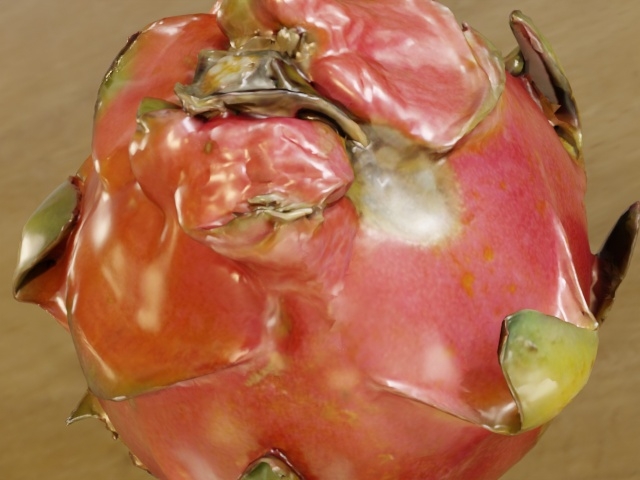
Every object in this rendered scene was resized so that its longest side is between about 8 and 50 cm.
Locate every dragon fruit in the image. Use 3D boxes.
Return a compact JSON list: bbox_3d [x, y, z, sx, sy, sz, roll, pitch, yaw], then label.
[{"bbox_3d":[0.001,0.002,0.658,0.224,0.224,0.227,50,146,17],"label":"dragon fruit"}]
